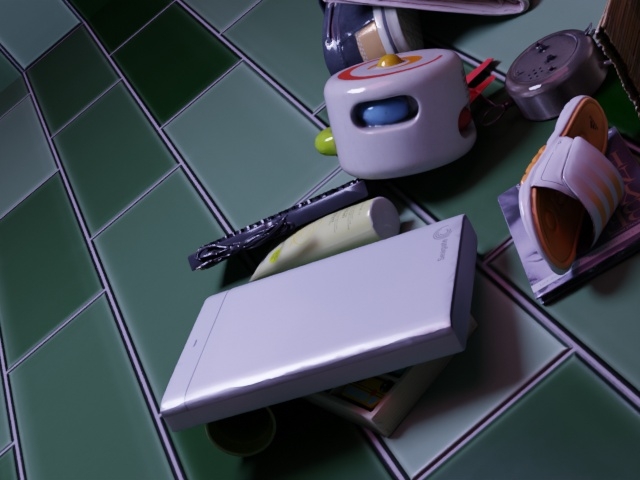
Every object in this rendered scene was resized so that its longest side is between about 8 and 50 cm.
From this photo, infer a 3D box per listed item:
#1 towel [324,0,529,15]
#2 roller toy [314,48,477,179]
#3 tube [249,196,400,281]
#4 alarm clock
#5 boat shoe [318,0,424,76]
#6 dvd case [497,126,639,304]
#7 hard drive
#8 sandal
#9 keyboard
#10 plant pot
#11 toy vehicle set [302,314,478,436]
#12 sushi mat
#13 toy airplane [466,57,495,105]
[{"bbox_3d":[0.160,-0.478,1.893,0.317,0.053,0.332,4,47,-3],"label":"towel"},{"bbox_3d":[0.107,-0.177,1.591,0.209,0.146,0.191,-22,19,-25],"label":"roller toy"},{"bbox_3d":[0.000,0.000,1.620,0.070,0.062,0.240,-3,-11,-46],"label":"tube"},{"bbox_3d":[0.290,-0.209,1.570,0.192,0.064,0.129,-36,28,14],"label":"alarm clock"},{"bbox_3d":[0.074,-0.426,2.016,0.156,0.187,0.500,-22,37,19],"label":"boat shoe"},{"bbox_3d":[0.293,-0.033,1.353,0.164,0.018,0.221,-32,29,15],"label":"dvd case"},{"bbox_3d":[0.002,0.092,1.372,0.353,0.047,0.233,-18,26,21],"label":"hard drive"},{"bbox_3d":[0.288,-0.079,1.296,0.076,0.102,0.265,-18,33,41],"label":"sandal"},{"bbox_3d":[-0.060,-0.024,1.668,0.317,0.033,0.201,-23,5,30],"label":"keyboard"},{"bbox_3d":[-0.092,0.201,1.426,0.083,0.083,0.079,-33,17,13],"label":"plant pot"},{"bbox_3d":[0.044,0.124,1.406,0.166,0.035,0.267,-49,29,-17],"label":"toy vehicle set"},{"bbox_3d":[0.398,-0.297,1.464,0.019,0.151,0.316,-12,39,36],"label":"sushi mat"},{"bbox_3d":[0.202,-0.212,1.709,0.151,0.028,0.151,-31,30,20],"label":"toy airplane"}]
